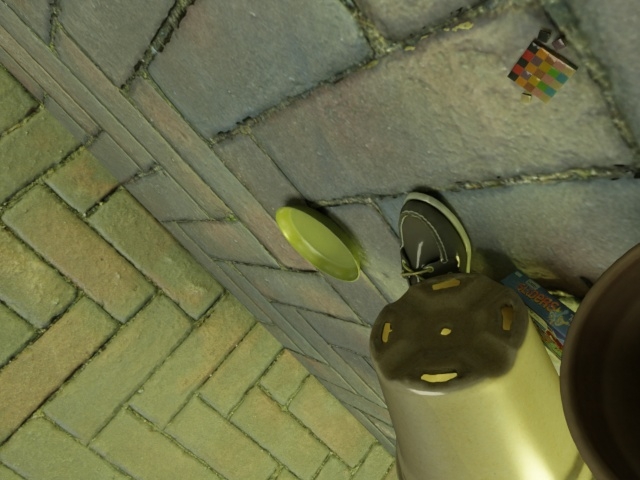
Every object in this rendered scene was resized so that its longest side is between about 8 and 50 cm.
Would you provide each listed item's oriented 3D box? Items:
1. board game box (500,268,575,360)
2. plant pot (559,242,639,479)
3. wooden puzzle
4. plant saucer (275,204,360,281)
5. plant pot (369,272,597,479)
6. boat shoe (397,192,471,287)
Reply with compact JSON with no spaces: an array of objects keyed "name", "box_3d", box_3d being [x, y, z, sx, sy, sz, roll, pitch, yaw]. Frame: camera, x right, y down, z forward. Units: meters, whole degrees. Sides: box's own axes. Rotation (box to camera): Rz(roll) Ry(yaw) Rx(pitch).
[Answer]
[{"name":"board game box","box_3d":[0.346,0.138,0.684,0.136,0.035,0.201,51,-175,-26]},{"name":"plant pot","box_3d":[0.378,0.134,0.392,0.229,0.263,0.263,28,163,-21]},{"name":"wooden puzzle","box_3d":[0.217,-0.166,0.478,0.049,0.006,0.083,38,158,7]},{"name":"plant saucer","box_3d":[0.000,0.000,1.113,0.241,0.037,0.241,34,158,16]},{"name":"plant pot","box_3d":[0.226,0.230,0.742,0.334,0.334,0.305,13,138,50]},{"name":"boat shoe","box_3d":[0.189,0.050,0.820,0.109,0.091,0.305,21,151,40]}]
